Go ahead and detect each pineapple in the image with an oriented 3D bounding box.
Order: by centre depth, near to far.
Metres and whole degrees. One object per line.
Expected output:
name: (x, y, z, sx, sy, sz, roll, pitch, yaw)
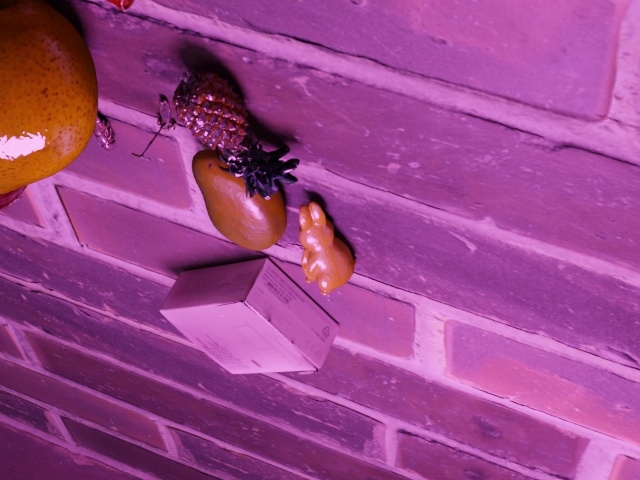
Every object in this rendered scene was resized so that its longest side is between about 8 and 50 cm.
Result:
pineapple: (-0.118, -0.148, 1.566, 0.103, 0.083, 0.221, -27, 123, 21)

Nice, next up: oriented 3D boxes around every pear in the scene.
pear: (-0.441, -0.209, 1.557, 0.294, 0.294, 0.294, 20, 150, 12)

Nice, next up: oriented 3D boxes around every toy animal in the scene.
toy animal: (0.002, -0.002, 1.740, 0.070, 0.083, 0.159, 35, 153, 48)

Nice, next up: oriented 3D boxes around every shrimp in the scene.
shrimp: (-0.339, -0.176, 1.766, 0.038, 0.029, 0.092, -8, 132, 47)

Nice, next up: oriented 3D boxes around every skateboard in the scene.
skateboard: (-0.239, -0.157, 1.656, 0.032, 0.083, 0.064, 21, 150, 12)

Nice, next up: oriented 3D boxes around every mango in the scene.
mango: (-0.116, -0.057, 1.714, 0.122, 0.085, 0.191, 13, 149, 29)

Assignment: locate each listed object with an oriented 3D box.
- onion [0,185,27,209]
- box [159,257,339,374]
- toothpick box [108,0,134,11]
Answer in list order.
onion: (-0.575, -0.154, 1.817, 0.281, 0.221, 0.280, 25, 129, 35)
box: (-0.126, 0.139, 2.016, 0.252, 0.106, 0.203, -11, 135, 47)
toothpick box: (-0.274, -0.325, 1.453, 0.083, 0.047, 0.047, 25, 151, 6)
